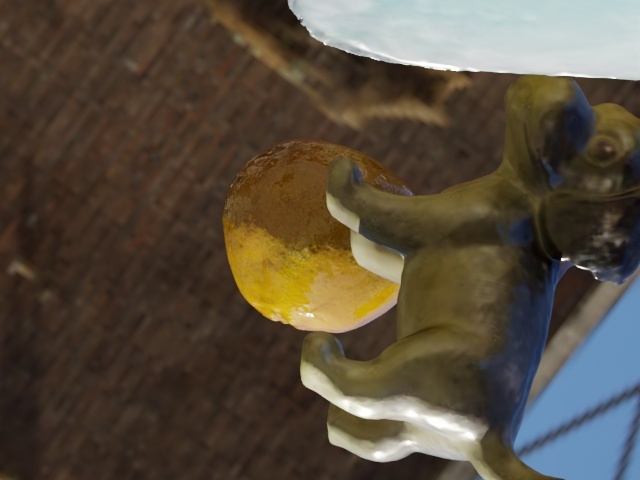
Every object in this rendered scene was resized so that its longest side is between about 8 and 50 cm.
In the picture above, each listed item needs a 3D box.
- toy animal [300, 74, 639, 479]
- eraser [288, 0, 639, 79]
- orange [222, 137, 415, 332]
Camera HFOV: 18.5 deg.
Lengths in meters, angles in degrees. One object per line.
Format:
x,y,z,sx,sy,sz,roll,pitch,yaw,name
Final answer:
0.079,0.015,1.003,0.121,0.169,0.233,73,34,-57,toy animal
0.089,-0.163,0.543,0.081,0.174,0.227,52,43,-67,eraser
0.000,0.000,1.445,0.136,0.159,0.159,-65,-167,-7,orange
